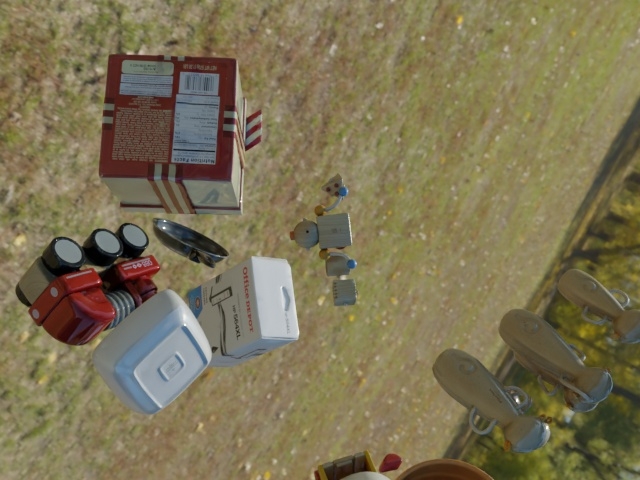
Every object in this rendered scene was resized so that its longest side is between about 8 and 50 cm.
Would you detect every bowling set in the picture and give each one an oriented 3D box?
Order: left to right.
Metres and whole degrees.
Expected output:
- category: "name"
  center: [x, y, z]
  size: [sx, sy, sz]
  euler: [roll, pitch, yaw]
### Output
- category: "bowling set"
  center: [0.284, 0.187, 0.942]
  size: [0.287, 0.154, 0.199]
  euler: [-30, 138, -20]

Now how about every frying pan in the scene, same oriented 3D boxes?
- category: "frying pan"
  center: [-0.267, 0.028, 1.697]
  size: [0.197, 0.326, 0.053]
  euler: [20, 100, -45]

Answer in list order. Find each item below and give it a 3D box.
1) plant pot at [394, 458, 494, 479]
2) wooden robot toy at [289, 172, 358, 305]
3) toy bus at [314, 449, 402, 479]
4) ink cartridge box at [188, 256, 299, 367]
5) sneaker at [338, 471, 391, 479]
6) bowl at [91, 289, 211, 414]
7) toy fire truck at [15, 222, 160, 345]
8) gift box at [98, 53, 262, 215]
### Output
- category: "plant pot"
  center: [0.251, 0.628, 1.567]
  size: [0.291, 0.291, 0.203]
  euler: [-51, 163, -28]
- category: "wooden robot toy"
  center: [0.000, 0.000, 0.962]
  size: [0.076, 0.079, 0.173]
  euler: [131, -47, -83]
- category: "toy bus"
  center: [0.050, 0.449, 1.272]
  size: [0.202, 0.104, 0.191]
  euler: [25, 118, -41]
- category: "ink cartridge box"
  center: [-0.140, 0.130, 1.324]
  size: [0.086, 0.148, 0.203]
  euler: [9, 153, -40]
- category: "sneaker"
  center: [-0.005, 0.445, 0.846]
  size: [0.365, 0.135, 0.150]
  euler: [-58, -155, 2]
- category: "bowl"
  center: [-0.205, 0.152, 0.966]
  size: [0.142, 0.053, 0.142]
  euler: [-44, 137, -24]
- category: "toy fire truck"
  center: [-0.330, 0.124, 1.176]
  size: [0.158, 0.246, 0.217]
  euler: [-43, 168, 28]
- category: "gift box"
  center: [-0.240, -0.193, 1.342]
  size: [0.258, 0.255, 0.276]
  euler: [102, -6, -77]
